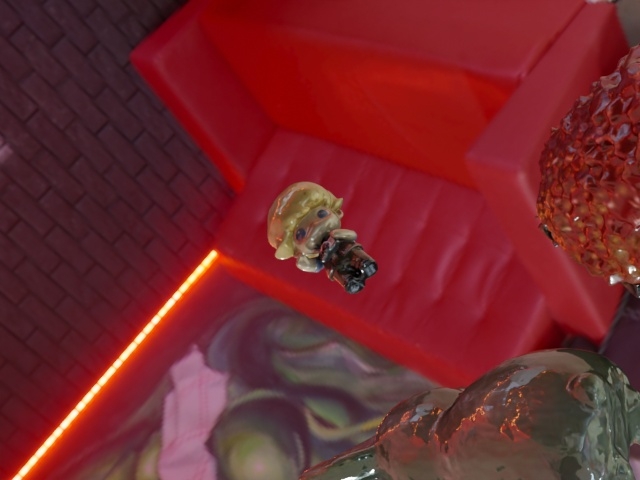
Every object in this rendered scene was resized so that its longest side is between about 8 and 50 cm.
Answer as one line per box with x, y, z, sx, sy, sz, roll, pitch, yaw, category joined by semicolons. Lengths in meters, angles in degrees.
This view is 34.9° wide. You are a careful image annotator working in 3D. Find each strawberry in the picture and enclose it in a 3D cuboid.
0.279;-0.047;0.794;0.306;0.138;0.233;-42;70;38;strawberry

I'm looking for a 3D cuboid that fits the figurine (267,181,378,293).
0.000;0.000;1.456;0.108;0.114;0.196;20;-158;-44;figurine

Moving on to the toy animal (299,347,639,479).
0.100;0.141;0.707;0.251;0.125;0.127;-9;94;35;toy animal
